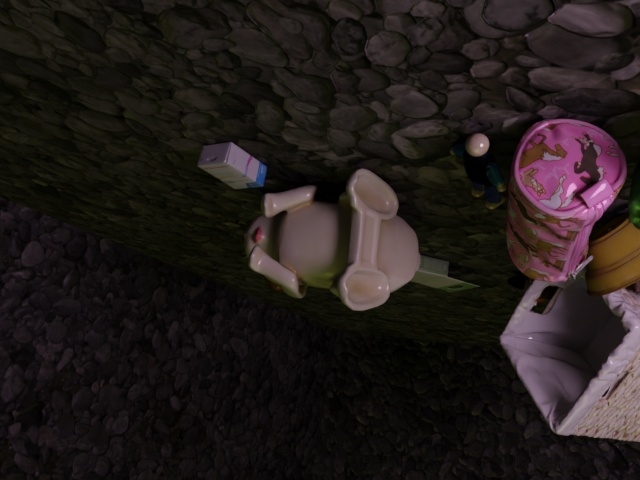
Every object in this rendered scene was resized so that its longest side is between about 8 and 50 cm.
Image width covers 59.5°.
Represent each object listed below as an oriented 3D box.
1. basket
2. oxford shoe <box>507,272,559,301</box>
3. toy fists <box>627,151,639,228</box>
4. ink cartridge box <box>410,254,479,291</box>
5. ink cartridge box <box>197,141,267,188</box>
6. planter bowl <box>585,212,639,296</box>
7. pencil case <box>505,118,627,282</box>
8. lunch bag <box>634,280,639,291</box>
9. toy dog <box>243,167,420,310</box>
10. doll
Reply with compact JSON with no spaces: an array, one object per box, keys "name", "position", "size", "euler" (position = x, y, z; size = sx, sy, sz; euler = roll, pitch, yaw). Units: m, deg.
[{"name":"basket","position":[0.650,0.239,1.298],"size":[0.266,0.328,0.331],"euler":[13,-152,-14]},{"name":"oxford shoe","position":[0.620,0.118,1.540],"size":[0.098,0.097,0.271],"euler":[21,162,-12]},{"name":"toy fists","position":[0.496,-0.093,0.788],"size":[0.096,0.142,0.279],"euler":[6,163,18]},{"name":"ink cartridge box","position":[0.352,0.104,1.744],"size":[0.235,0.056,0.171],"euler":[13,165,-17]},{"name":"ink cartridge box","position":[-0.188,-0.159,1.200],"size":[0.088,0.052,0.122],"euler":[0,162,34]},{"name":"planter bowl","position":[0.592,0.009,1.097],"size":[0.090,0.217,0.217],"euler":[53,164,5]},{"name":"pencil case","position":[0.401,-0.051,0.959],"size":[0.167,0.160,0.386],"euler":[19,167,24]},{"name":"lunch bag","position":[0.755,0.054,1.081],"size":[0.258,0.120,0.293],"euler":[1,170,-5]},{"name":"toy dog","position":[0.000,0.000,1.323],"size":[0.408,0.285,0.395],"euler":[0,179,39]},{"name":"doll","position":[0.271,-0.122,0.954],"size":[0.129,0.046,0.189],"euler":[49,-179,30]}]
